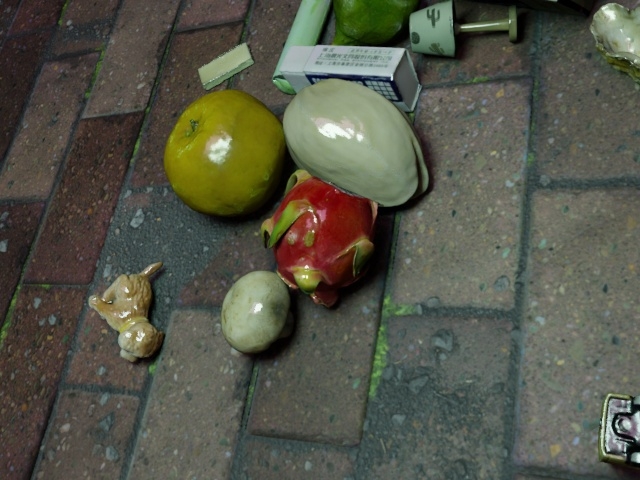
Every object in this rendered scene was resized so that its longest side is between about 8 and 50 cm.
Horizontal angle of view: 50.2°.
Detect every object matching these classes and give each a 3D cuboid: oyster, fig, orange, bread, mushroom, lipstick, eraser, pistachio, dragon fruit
[{"bbox_3d":[0.628,-0.330,1.186,0.341,0.110,0.166,17,69,36],"label":"oyster"},{"bbox_3d":[0.098,-0.513,1.527,0.235,0.203,0.203,-39,46,48],"label":"fig"},{"bbox_3d":[-0.199,-0.180,1.462,0.279,0.235,0.279,-24,49,30],"label":"orange"},{"bbox_3d":[-0.241,-0.443,1.739,0.153,0.028,0.068,-28,56,11],"label":"bread"},{"bbox_3d":[-0.120,0.141,1.323,0.166,0.127,0.166,-34,39,32],"label":"mushroom"},{"bbox_3d":[-0.038,-0.491,1.631,0.076,0.076,0.304,6,69,30],"label":"lipstick"},{"bbox_3d":[0.063,-0.350,1.474,0.287,0.130,0.086,11,69,32],"label":"eraser"},{"bbox_3d":[0.068,-0.190,1.350,0.331,0.208,0.226,30,112,16],"label":"pistachio"},{"bbox_3d":[0.000,-0.005,1.286,0.224,0.224,0.227,38,101,36],"label":"dragon fruit"}]

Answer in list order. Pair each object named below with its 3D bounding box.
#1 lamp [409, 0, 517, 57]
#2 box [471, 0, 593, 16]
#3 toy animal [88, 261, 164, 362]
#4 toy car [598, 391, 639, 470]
[{"bbox_3d":[0.294,-0.440,1.408,0.214,0.121,0.121,-1,65,17],"label":"lamp"},{"bbox_3d":[0.369,-0.518,1.356,0.310,0.198,0.084,22,109,33],"label":"box"},{"bbox_3d":[-0.379,0.152,1.466,0.184,0.104,0.185,-40,49,-5],"label":"toy animal"},{"bbox_3d":[0.513,0.279,0.928,0.256,0.124,0.101,6,68,20],"label":"toy car"}]
